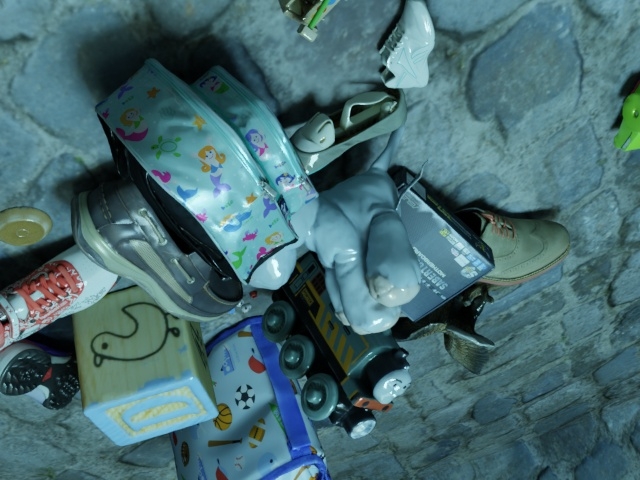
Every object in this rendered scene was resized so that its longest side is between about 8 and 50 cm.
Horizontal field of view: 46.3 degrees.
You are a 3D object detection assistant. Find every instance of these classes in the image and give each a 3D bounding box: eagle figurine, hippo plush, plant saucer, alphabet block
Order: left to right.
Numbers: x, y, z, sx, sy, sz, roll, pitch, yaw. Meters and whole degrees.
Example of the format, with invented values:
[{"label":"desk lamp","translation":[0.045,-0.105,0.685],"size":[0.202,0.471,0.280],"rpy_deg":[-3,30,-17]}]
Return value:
[{"label":"plant saucer","translation":[-0.419,-0.015,1.048],"size":[0.083,0.015,0.083],"rpy_deg":[-14,148,-9]},{"label":"alphabet block","translation":[-0.297,0.209,1.279],"size":[0.192,0.197,0.193],"rpy_deg":[-16,148,-6]},{"label":"hippo plush","translation":[0.000,0.000,1.055],"size":[0.236,0.234,0.294],"rpy_deg":[5,127,-21]},{"label":"eagle figurine","translation":[0.253,0.167,1.519],"size":[0.225,0.226,0.298],"rpy_deg":[-19,149,-41]}]

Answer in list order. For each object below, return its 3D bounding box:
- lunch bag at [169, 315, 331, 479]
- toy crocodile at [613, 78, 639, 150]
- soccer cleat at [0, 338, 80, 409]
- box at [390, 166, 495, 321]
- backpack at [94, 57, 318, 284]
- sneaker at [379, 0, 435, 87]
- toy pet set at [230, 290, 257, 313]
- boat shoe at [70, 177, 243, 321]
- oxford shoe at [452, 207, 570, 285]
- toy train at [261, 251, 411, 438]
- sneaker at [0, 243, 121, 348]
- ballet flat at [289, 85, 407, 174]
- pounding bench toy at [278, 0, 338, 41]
[{"label":"lunch bag","translation":[-0.138,0.384,1.504],"size":[0.238,0.328,0.386],"rpy_deg":[-1,140,-31]},{"label":"toy crocodile","translation":[0.534,-0.253,1.123],"size":[0.115,0.105,0.341],"rpy_deg":[-14,152,-9]},{"label":"soccer cleat","translation":[-0.503,0.218,1.295],"size":[0.109,0.116,0.318],"rpy_deg":[-60,167,-12]},{"label":"box","translation":[0.149,0.013,1.256],"size":[0.232,0.059,0.183],"rpy_deg":[41,120,-22]},{"label":"backpack","translation":[-0.137,-0.095,0.888],"size":[0.191,0.225,0.253],"rpy_deg":[-44,141,-1]},{"label":"sneaker","translation":[0.108,-0.244,0.943],"size":[0.061,0.054,0.152],"rpy_deg":[-12,148,-6]},{"label":"toy pet set","translation":[-0.141,0.093,1.309],"size":[0.114,0.065,0.122],"rpy_deg":[-2,144,-25]},{"label":"boat shoe","translation":[-0.205,0.018,1.103],"size":[0.130,0.132,0.355],"rpy_deg":[-29,148,15]},{"label":"oxford shoe","translation":[0.313,0.003,1.360],"size":[0.347,0.123,0.130],"rpy_deg":[-9,144,-16]},{"label":"toy train","translation":[0.026,0.169,1.284],"size":[0.142,0.334,0.190],"rpy_deg":[23,114,-44]},{"label":"sneaker","translation":[-0.413,0.090,1.083],"size":[0.270,0.090,0.145],"rpy_deg":[-27,-173,18]},{"label":"ballet flat","translation":[0.022,-0.154,1.007],"size":[0.213,0.072,0.068],"rpy_deg":[-27,145,-15]},{"label":"pounding bench toy","translation":[-0.004,-0.267,0.821],"size":[0.065,0.083,0.052],"rpy_deg":[-38,143,29]}]
